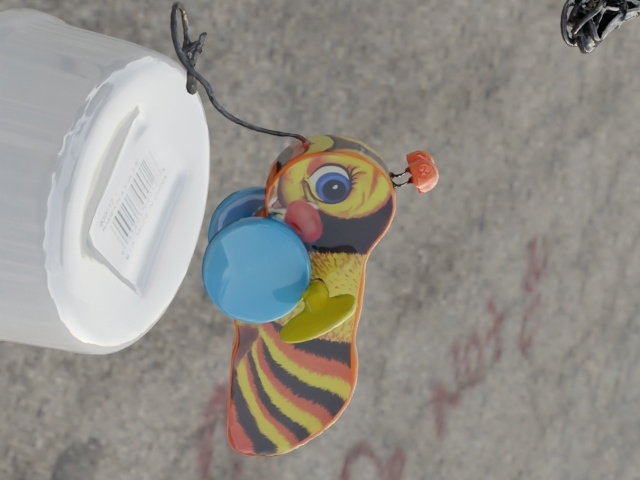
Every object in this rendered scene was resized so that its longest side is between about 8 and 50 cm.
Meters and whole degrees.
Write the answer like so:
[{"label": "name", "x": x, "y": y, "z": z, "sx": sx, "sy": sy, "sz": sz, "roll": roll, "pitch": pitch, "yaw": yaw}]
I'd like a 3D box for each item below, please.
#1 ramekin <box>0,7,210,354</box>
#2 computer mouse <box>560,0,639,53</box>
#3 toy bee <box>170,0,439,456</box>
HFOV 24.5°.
[{"label": "ramekin", "x": -0.200, "y": -0.040, "z": 1.192, "sx": 0.277, "sy": 0.135, "sz": 0.277, "roll": 13, "pitch": 90, "yaw": -69}, {"label": "computer mouse", "x": 0.211, "y": -0.278, "z": 1.083, "sx": 0.184, "sy": 0.060, "sz": 0.262, "roll": -27, "pitch": 107, "yaw": -57}, {"label": "toy bee", "x": 0.000, "y": 0.000, "z": 0.975, "sx": 0.195, "sy": 0.162, "sz": 0.298, "roll": -93, "pitch": 177, "yaw": -51}]
